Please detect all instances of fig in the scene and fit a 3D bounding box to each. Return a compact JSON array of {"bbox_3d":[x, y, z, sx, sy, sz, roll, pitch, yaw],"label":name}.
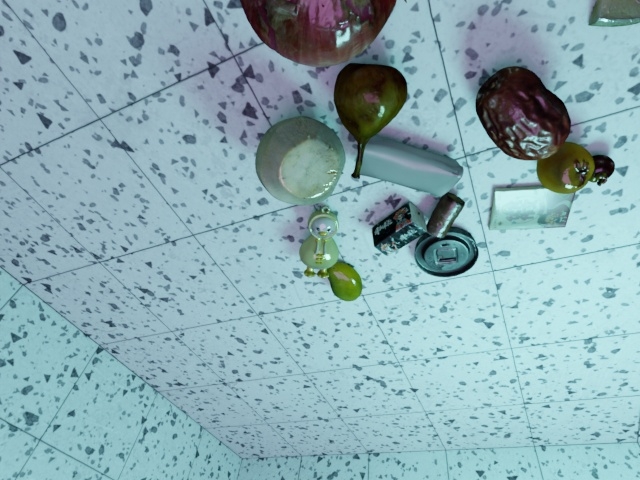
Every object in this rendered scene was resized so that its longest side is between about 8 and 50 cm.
[{"bbox_3d":[0.094,-0.316,1.033,0.191,0.190,0.290,26,118,-13],"label":"fig"}]

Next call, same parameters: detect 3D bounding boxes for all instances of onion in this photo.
[{"bbox_3d":[0.006,-0.527,0.798,0.354,0.353,0.353,5,132,5],"label":"onion"}]

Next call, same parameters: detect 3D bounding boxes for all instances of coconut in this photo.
[{"bbox_3d":[-0.060,-0.226,1.136,0.245,0.247,0.244,-7,114,-15],"label":"coconut"}]

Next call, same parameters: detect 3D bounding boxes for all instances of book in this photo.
[{"bbox_3d":[0.656,-0.100,1.260,0.232,0.022,0.162,-2,131,11],"label":"book"}]

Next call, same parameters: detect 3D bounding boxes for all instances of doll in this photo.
[{"bbox_3d":[-0.001,0.007,1.401,0.142,0.117,0.296,7,132,0],"label":"doll"}]

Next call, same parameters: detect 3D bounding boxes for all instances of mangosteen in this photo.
[{"bbox_3d":[0.770,-0.197,1.117,0.081,0.080,0.080,5,132,5],"label":"mangosteen"}]

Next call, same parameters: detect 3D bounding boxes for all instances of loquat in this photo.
[{"bbox_3d":[0.663,-0.196,1.098,0.141,0.141,0.141,5,132,5],"label":"loquat"}]

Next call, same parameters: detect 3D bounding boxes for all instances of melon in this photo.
[{"bbox_3d":[0.695,-0.515,0.877,0.183,0.054,0.097,7,117,3],"label":"melon"}]

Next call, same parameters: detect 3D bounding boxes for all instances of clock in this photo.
[{"bbox_3d":[0.437,0.041,1.409,0.215,0.041,0.214,5,132,6],"label":"clock"}]

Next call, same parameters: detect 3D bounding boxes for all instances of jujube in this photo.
[{"bbox_3d":[0.497,-0.302,0.998,0.243,0.183,0.183,34,128,-19],"label":"jujube"}]

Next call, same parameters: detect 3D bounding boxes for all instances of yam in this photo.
[{"bbox_3d":[0.392,-0.078,1.273,0.079,0.079,0.141,19,120,-8],"label":"yam"}]

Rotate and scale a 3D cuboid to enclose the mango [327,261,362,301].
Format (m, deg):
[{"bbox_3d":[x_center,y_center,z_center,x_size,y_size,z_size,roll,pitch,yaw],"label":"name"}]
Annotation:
[{"bbox_3d":[0.094,0.159,1.542,0.122,0.085,0.191,-8,131,20],"label":"mango"}]

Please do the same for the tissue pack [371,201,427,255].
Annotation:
[{"bbox_3d":[0.256,-0.036,1.332,0.091,0.103,0.170,30,130,-26],"label":"tissue pack"}]

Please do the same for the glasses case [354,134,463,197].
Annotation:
[{"bbox_3d":[0.250,-0.218,1.185,0.309,0.083,0.128,16,138,-5],"label":"glasses case"}]
